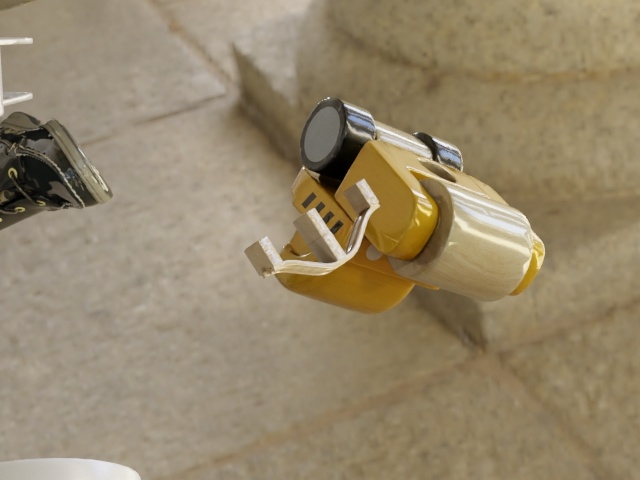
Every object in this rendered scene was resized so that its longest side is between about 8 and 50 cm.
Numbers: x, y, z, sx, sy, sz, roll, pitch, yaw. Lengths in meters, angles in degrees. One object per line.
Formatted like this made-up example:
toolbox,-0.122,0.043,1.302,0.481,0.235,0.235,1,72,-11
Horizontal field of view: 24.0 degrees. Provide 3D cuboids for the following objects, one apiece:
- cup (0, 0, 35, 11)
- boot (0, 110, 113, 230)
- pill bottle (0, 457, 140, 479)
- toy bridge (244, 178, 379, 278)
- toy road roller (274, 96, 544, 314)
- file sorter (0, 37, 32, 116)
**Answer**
cup,-0.213,-0.378,1.343,0.331,0.237,0.331,-22,20,8
boot,-0.290,-0.029,1.316,0.179,0.085,0.236,-38,25,-16
pill bottle,-0.231,0.400,1.258,0.229,0.229,0.407,-8,68,9
toy bridge,0.000,0.000,1.487,0.026,0.063,0.188,-34,-1,43
toy road roller,0.082,0.002,1.806,0.203,0.240,0.329,18,19,-35
file sorter,-0.412,-0.271,1.584,0.193,0.277,0.173,0,9,7
